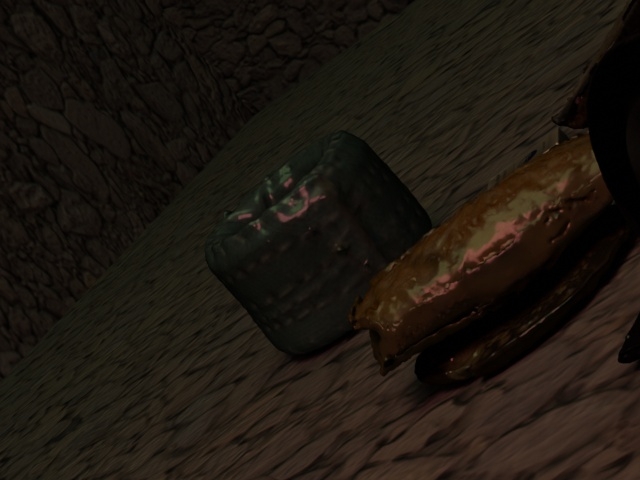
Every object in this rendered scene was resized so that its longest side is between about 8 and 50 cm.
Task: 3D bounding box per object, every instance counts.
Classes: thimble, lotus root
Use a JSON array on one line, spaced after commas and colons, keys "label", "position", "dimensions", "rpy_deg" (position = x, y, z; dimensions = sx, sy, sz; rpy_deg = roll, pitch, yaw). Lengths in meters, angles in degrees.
[{"label": "thimble", "position": [0.000, 0.000, 1.648], "dimensions": [0.198, 0.143, 0.235], "rpy_deg": [-43, 12, -8]}, {"label": "lotus root", "position": [0.304, -0.191, 1.563], "dimensions": [0.329, 0.078, 0.167], "rpy_deg": [-53, -7, -44]}]

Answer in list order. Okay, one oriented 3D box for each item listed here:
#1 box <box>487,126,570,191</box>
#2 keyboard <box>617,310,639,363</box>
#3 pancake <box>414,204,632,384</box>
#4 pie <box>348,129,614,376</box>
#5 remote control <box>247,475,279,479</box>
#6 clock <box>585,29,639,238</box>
[{"label": "box", "position": [0.188, -0.063, 1.559], "dimensions": [0.083, 0.024, 0.054], "rpy_deg": [-38, 8, 18]}, {"label": "keyboard", "position": [0.254, -0.007, 1.093], "dimensions": [0.087, 0.017, 0.250], "rpy_deg": [-30, 15, 41]}, {"label": "pancake", "position": [0.148, 0.040, 1.269], "dimensions": [0.199, 0.021, 0.199], "rpy_deg": [-39, 11, 9]}, {"label": "pie", "position": [0.142, -0.010, 1.262], "dimensions": [0.282, 0.068, 0.128], "rpy_deg": [-35, 13, 6]}, {"label": "remote control", "position": [-0.157, 0.256, 1.369], "dimensions": [0.313, 0.055, 0.109], "rpy_deg": [-31, 14, 43]}, {"label": "clock", "position": [0.219, -0.038, 0.891], "dimensions": [0.040, 0.184, 0.184], "rpy_deg": [-37, 8, -24]}]
